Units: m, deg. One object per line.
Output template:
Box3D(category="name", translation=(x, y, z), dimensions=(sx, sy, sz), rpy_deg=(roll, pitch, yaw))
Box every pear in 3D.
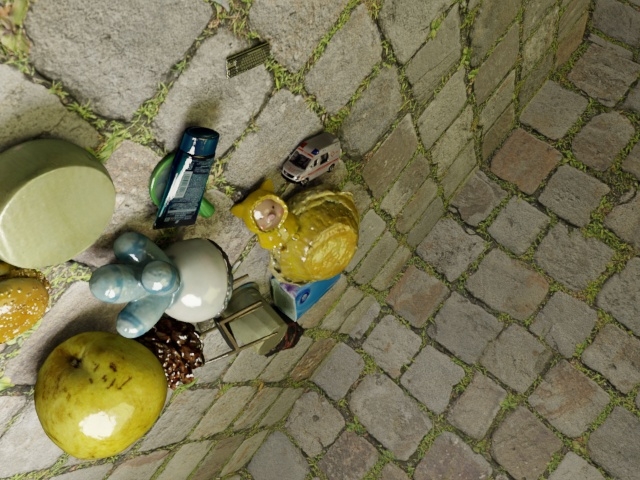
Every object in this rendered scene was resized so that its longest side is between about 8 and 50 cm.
Box3D(category="pear", translation=(-0.545, 0.365, 1.360), dimensions=(0.304, 0.304, 0.304), rpy_deg=(-41, 155, -24))

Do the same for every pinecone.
Box3D(category="pinecone", translation=(-0.438, 0.311, 1.589), dimensions=(0.221, 0.221, 0.221), rpy_deg=(-41, 155, -24))

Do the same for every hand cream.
Box3D(category="hand cream", translation=(-0.309, -0.135, 1.291), dimensions=(0.120, 0.061, 0.270), rpy_deg=(-12, 136, -46))

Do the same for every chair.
Box3D(category="chair", translation=(-0.301, 0.257, 1.727), dimensions=(0.272, 0.188, 0.166), rpy_deg=(-28, 127, -9))

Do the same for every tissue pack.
Box3D(category="tissue pack", translation=(-0.051, 0.153, 2.123), dimensions=(0.263, 0.146, 0.198), rpy_deg=(-39, 153, -26))

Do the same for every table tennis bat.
Box3D(category="table tennis bat", translation=(-0.325, -0.125, 1.360), dimensions=(0.160, 0.039, 0.257), rpy_deg=(-47, 154, -9))

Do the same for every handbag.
Box3D(category="handbag", translation=(-0.180, 0.355, 2.153), dimensions=(0.215, 0.169, 0.155), rpy_deg=(-9, 133, -59))

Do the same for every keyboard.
Box3D(category="keyboard", translation=(-0.164, -0.411, 1.259), dimensions=(0.129, 0.015, 0.049), rpy_deg=(-35, 152, -33))

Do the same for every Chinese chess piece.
Box3D(category="Chinese chess piece", translation=(-0.507, -0.067, 1.022), dimensions=(0.250, 0.101, 0.250), rpy_deg=(-41, 155, -24))

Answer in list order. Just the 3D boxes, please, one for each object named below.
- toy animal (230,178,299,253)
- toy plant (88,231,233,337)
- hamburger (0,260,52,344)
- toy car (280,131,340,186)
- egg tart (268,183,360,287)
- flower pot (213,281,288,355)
Box3D(category="toy animal", translation=(-0.146, -0.059, 1.634), dimensions=(0.156, 0.156, 0.230), rpy_deg=(-45, 132, -14))
Box3D(category="toy plant", translation=(-0.402, 0.103, 1.330), dimensions=(0.332, 0.247, 0.247), rpy_deg=(-1, 126, -56))
Box3D(category="hamburger", translation=(-0.610, 0.120, 1.057), dimensions=(0.191, 0.118, 0.182), rpy_deg=(-24, 163, -50))
Box3D(category="toy car", translation=(-0.028, -0.246, 1.658), dimensions=(0.210, 0.089, 0.108), rpy_deg=(-34, 151, -40))
Box3D(category="egg tart", translation=(0.000, 0.000, 1.849), dimensions=(0.388, 0.169, 0.388), rpy_deg=(-21, 129, -29))
Box3D(category="flower pot", translation=(-0.231, 0.288, 1.934), dimensions=(0.212, 0.202, 0.212), rpy_deg=(-43, 159, -20))
